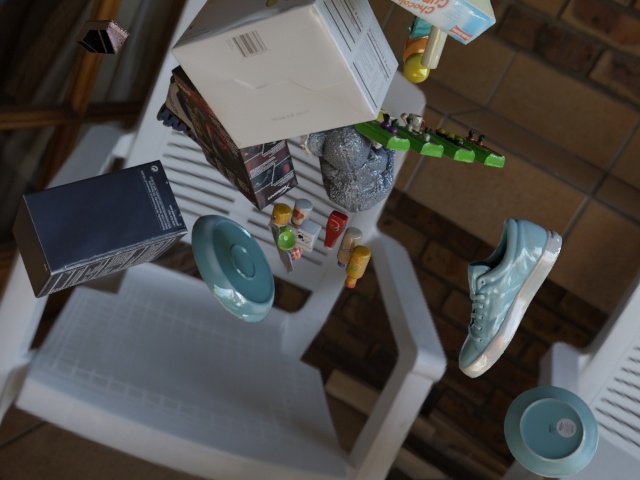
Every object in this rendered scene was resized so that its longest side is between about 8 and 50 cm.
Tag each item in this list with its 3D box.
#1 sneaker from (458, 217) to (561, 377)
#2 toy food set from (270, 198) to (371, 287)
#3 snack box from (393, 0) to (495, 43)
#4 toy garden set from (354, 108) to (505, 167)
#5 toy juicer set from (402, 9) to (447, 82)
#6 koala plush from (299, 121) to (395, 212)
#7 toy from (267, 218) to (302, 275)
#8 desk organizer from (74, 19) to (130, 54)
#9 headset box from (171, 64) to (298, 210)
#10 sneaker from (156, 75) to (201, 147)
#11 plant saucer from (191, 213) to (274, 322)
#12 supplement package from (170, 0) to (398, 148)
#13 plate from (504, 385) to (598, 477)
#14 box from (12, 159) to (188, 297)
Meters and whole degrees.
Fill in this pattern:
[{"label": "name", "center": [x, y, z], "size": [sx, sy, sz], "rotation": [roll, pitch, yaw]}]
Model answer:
[{"label": "sneaker", "center": [0.367, 0.116, 1.637], "size": [0.150, 0.365, 0.135], "rotation": [27, 7, -2]}, {"label": "toy food set", "center": [0.000, 0.000, 1.633], "size": [0.232, 0.104, 0.111], "rotation": [25, 41, 8]}, {"label": "snack box", "center": [0.129, -0.439, 1.029], "size": [0.187, 0.060, 0.321], "rotation": [15, 56, -40]}, {"label": "toy garden set", "center": [0.171, -0.198, 1.308], "size": [0.244, 0.049, 0.204], "rotation": [5, 22, -30]}, {"label": "toy juicer set", "center": [0.179, -0.392, 1.357], "size": [0.090, 0.209, 0.329], "rotation": [15, 14, -1]}, {"label": "koala plush", "center": [0.064, -0.186, 1.585], "size": [0.196, 0.203, 0.221], "rotation": [-6, -23, 10]}, {"label": "toy", "center": [-0.079, 0.009, 1.822], "size": [0.237, 0.056, 0.136], "rotation": [128, -58, -84]}, {"label": "desk organizer", "center": [-0.438, -0.405, 1.501], "size": [0.130, 0.050, 0.047], "rotation": [19, -13, 49]}, {"label": "headset box", "center": [-0.173, -0.236, 1.528], "size": [0.110, 0.293, 0.218], "rotation": [-37, 54, -17]}, {"label": "sneaker", "center": [-0.277, -0.339, 1.881], "size": [0.316, 0.182, 0.127], "rotation": [27, 32, 23]}, {"label": "plant saucer", "center": [-0.215, 0.063, 1.974], "size": [0.317, 0.044, 0.317], "rotation": [48, 25, -30]}, {"label": "supplement package", "center": [-0.051, -0.281, 1.153], "size": [0.204, 0.262, 0.145], "rotation": [56, 40, -35]}, {"label": "plate", "center": [0.474, 0.388, 1.547], "size": [0.188, 0.188, 0.024], "rotation": [38, -13, 26]}, {"label": "box", "center": [-0.487, -0.023, 1.635], "size": [0.294, 0.296, 0.182], "rotation": [-21, 87, -29]}]
